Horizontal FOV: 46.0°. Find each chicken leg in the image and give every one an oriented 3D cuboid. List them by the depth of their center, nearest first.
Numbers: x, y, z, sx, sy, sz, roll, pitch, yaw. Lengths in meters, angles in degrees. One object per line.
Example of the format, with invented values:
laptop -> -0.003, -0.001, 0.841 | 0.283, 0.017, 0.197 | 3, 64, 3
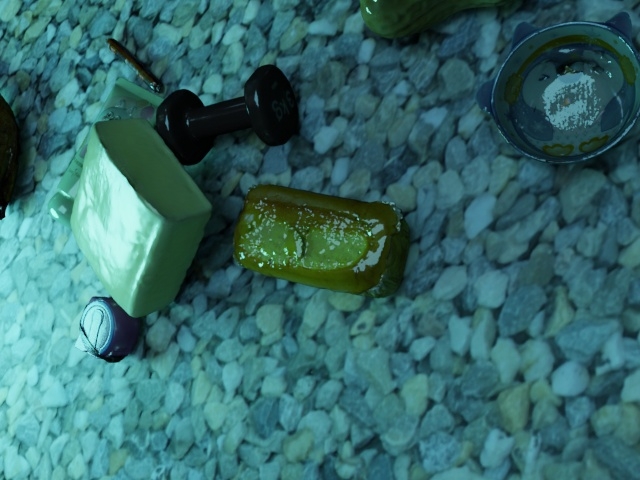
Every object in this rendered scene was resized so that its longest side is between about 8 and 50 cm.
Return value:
chicken leg -> -0.705, -0.236, 1.618 | 0.158, 0.096, 0.407 | -31, 66, 41

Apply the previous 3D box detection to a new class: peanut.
peanut -> 0.193, -0.417, 1.144 | 0.291, 0.143, 0.159 | -14, 86, 23

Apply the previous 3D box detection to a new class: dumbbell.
dumbbell -> -0.160, -0.213, 1.299 | 0.225, 0.140, 0.124 | -8, 122, 27

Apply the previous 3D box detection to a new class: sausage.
sausage -> -0.371, -0.350, 1.494 | 0.198, 0.025, 0.028 | 43, 130, 27

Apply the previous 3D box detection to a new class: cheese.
cheese -> -0.321, -0.037, 1.306 | 0.242, 0.124, 0.265 | 54, 136, 24

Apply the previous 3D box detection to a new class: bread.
bread -> 0.000, 0.000, 1.197 | 0.288, 0.119, 0.152 | 12, 84, 28

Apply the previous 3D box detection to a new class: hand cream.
hand cream -> -0.417, -0.162, 1.464 | 0.147, 0.093, 0.306 | 29, 87, 27

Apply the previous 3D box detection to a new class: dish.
dish -> 0.357, -0.208, 1.060 | 0.236, 0.086, 0.228 | 29, 95, 28

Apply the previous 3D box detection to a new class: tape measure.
tape measure -> -0.396, 0.162, 1.402 | 0.125, 0.074, 0.118 | 21, 98, 33
